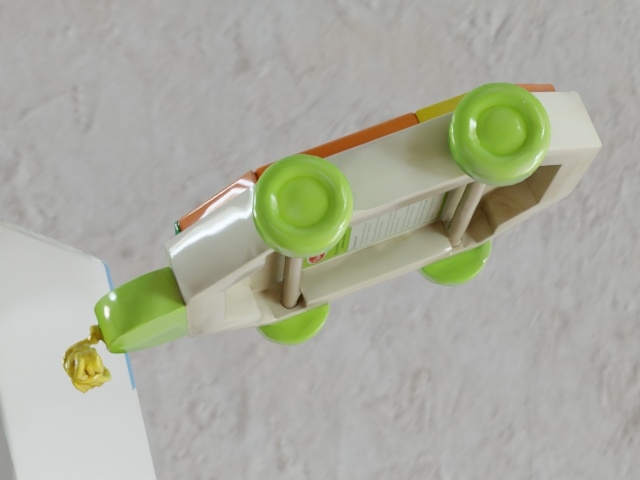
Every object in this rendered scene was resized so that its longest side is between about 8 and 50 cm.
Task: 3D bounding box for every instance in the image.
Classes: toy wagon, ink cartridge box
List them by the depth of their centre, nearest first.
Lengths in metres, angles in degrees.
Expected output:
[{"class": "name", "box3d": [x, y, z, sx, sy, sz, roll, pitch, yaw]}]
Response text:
[{"class": "toy wagon", "box3d": [0.000, 0.000, 1.111, 0.344, 0.267, 0.068, -20, 77, -8]}, {"class": "ink cartridge box", "box3d": [-0.290, 0.129, 1.278, 0.270, 0.197, 0.198, -20, 71, 18]}]
